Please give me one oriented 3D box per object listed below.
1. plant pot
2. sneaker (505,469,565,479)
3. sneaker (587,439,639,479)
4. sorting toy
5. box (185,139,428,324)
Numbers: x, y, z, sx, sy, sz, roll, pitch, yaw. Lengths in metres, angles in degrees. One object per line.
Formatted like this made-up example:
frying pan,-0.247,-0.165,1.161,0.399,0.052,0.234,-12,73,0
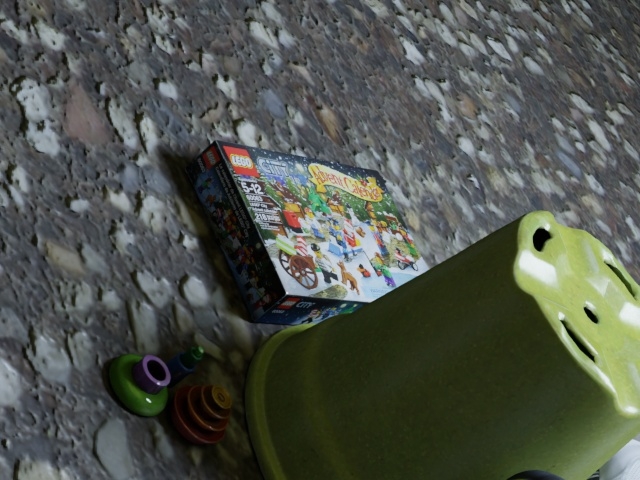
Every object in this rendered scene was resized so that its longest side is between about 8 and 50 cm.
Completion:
plant pot,0.126,0.117,1.320,0.276,0.254,0.276,34,33,-26
sneaker,0.188,0.249,1.256,0.111,0.121,0.300,44,-18,34
sneaker,0.346,0.289,1.472,0.137,0.210,0.366,36,32,-25
sorting toy,-0.102,0.105,1.233,0.102,0.042,0.061,34,33,-26
box,0.000,0.000,1.494,0.233,0.044,0.159,7,51,-51
